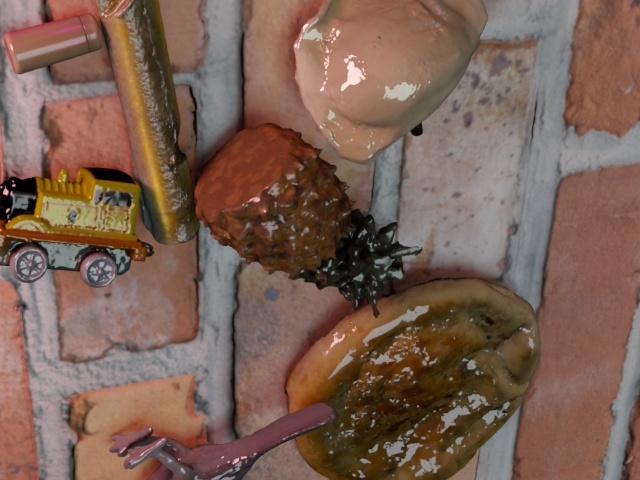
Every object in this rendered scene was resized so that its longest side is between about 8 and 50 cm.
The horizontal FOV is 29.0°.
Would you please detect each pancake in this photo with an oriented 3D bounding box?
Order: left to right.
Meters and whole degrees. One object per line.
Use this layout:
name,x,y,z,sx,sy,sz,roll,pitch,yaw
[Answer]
pancake,0.139,0.209,1.712,0.387,0.082,0.387,-13,129,-16

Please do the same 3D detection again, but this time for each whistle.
whistle,-0.189,-0.144,1.364,0.068,0.057,0.326,-12,123,-7

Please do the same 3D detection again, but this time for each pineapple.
pineapple,0.000,0.000,1.488,0.169,0.169,0.340,-44,134,4

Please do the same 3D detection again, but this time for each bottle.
bottle,-0.279,-0.207,1.292,0.096,0.045,0.045,-19,125,-17

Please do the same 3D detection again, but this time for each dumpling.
dumpling,0.075,-0.220,1.410,0.179,0.131,0.252,44,86,-7

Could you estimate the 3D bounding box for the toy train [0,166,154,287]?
toy train,-0.285,-0.021,1.378,0.219,0.089,0.127,6,105,-27

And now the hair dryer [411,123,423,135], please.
hair dryer,0.133,-0.176,1.519,0.083,0.031,0.079,-36,138,-12

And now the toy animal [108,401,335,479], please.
toy animal,-0.172,0.300,1.613,0.206,0.081,0.367,32,112,-30
